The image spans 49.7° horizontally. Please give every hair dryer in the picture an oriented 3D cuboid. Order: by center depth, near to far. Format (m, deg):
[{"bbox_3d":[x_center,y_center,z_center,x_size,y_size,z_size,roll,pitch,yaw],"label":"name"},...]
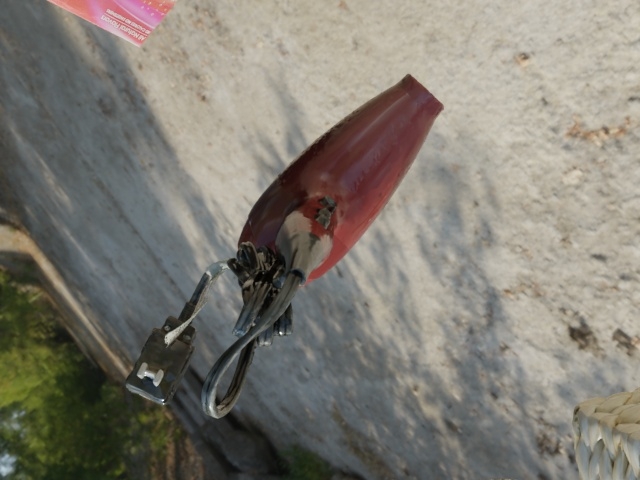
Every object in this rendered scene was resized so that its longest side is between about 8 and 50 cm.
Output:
[{"bbox_3d":[0.000,0.000,0.460,0.080,0.294,0.223,42,153,-15],"label":"hair dryer"}]

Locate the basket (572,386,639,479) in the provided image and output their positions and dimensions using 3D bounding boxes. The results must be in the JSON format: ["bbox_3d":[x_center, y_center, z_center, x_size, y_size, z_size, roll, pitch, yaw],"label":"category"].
[{"bbox_3d":[0.380,0.249,0.462,0.266,0.328,0.332,-163,63,-74],"label":"basket"}]

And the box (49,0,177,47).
[{"bbox_3d":[-0.265,-0.334,0.673,0.142,0.154,0.300,52,-163,23],"label":"box"}]

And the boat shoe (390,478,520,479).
[{"bbox_3d":[0.074,0.258,0.611,0.285,0.092,0.103,-34,92,31],"label":"boat shoe"}]
